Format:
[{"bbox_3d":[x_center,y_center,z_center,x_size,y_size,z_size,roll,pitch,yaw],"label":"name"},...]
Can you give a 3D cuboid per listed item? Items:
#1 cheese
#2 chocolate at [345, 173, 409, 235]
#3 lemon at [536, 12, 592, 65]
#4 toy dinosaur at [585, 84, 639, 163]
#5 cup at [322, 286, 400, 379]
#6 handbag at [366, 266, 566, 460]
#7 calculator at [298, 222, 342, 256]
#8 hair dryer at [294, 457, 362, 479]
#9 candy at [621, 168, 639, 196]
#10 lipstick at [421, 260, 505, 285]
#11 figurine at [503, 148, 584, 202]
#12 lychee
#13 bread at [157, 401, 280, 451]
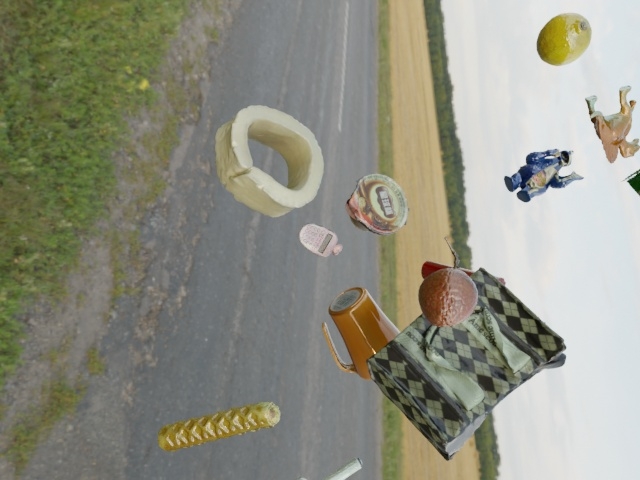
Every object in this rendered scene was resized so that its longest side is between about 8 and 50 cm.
[{"bbox_3d":[-0.162,-0.243,1.724,0.332,0.153,0.292,26,63,-26],"label":"cheese"},{"bbox_3d":[0.159,-0.094,1.802,0.147,0.221,0.221,-34,-128,55],"label":"chocolate"},{"bbox_3d":[0.540,-0.447,1.246,0.133,0.109,0.109,156,-72,-78],"label":"lemon"},{"bbox_3d":[0.509,-0.191,0.995,0.212,0.057,0.142,-29,116,-32],"label":"toy dinosaur"},{"bbox_3d":[0.121,0.286,1.689,0.264,0.226,0.182,58,19,-18],"label":"cup"},{"bbox_3d":[0.368,0.299,1.406,0.317,0.416,0.180,42,-16,39],"label":"handbag"},{"bbox_3d":[0.000,0.000,1.988,0.103,0.166,0.024,-60,-168,5],"label":"calculator"},{"bbox_3d":[0.032,0.725,1.662,0.131,0.236,0.073,19,-50,65],"label":"hair dryer"},{"bbox_3d":[0.730,-0.088,1.132,0.078,0.203,0.141,-50,176,-32],"label":"candy"},{"bbox_3d":[0.427,0.118,1.712,0.073,0.279,0.073,-8,104,-36],"label":"lipstick"},{"bbox_3d":[0.782,-0.234,1.986,0.121,0.262,0.164,76,-8,-75],"label":"figurine"},{"bbox_3d":[0.230,0.090,0.995,0.140,0.101,0.114,-42,135,-27],"label":"lychee"},{"bbox_3d":[-0.284,0.513,1.550,0.084,0.367,0.077,46,30,-65],"label":"bread"}]
